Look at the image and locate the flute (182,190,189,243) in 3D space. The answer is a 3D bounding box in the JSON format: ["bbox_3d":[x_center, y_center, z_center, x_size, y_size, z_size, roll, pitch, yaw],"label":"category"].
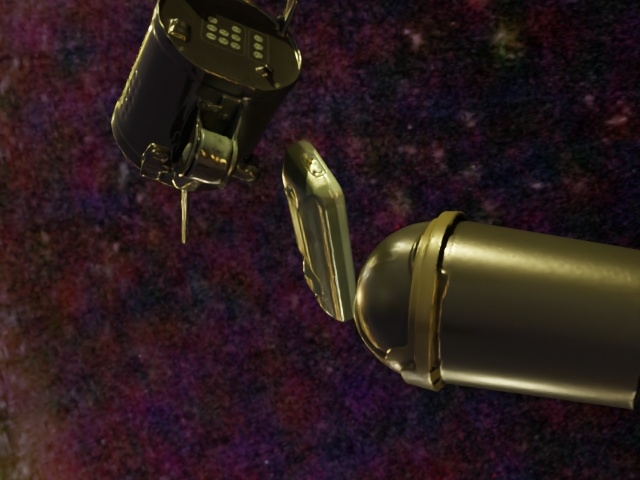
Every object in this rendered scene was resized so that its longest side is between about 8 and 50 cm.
[{"bbox_3d":[-0.233,-0.044,1.322,0.014,0.014,0.269,65,163,14],"label":"flute"}]

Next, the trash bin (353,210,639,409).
[{"bbox_3d":[0.197,0.078,0.882,0.334,0.214,0.214,9,114,24],"label":"trash bin"}]

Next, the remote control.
[{"bbox_3d":[0.000,0.000,1.147,0.128,0.066,0.335,56,167,34],"label":"remote control"}]

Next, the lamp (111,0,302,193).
[{"bbox_3d":[-0.164,-0.211,1.064,0.272,0.205,0.374,-33,45,56],"label":"lamp"}]
